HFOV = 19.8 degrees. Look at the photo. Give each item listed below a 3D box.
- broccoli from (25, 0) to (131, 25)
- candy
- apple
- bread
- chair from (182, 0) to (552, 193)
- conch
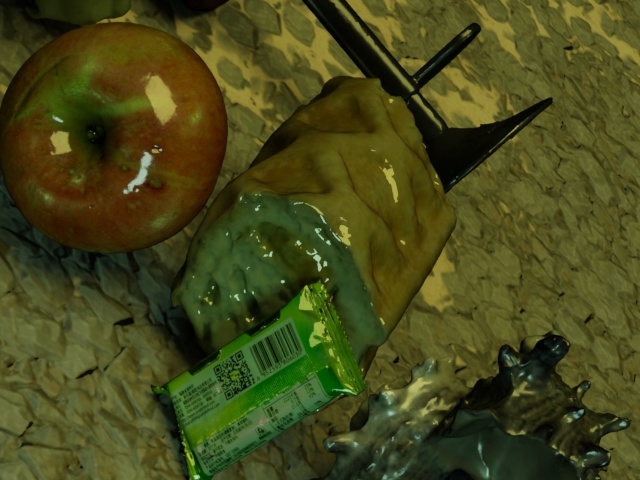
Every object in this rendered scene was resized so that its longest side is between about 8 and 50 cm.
[{"bbox_3d":[-0.228,-0.337,1.647,0.348,0.281,0.293,5,30,8],"label":"broccoli"},{"bbox_3d":[-0.050,0.119,1.488,0.032,0.178,0.102,12,48,-62],"label":"candy"},{"bbox_3d":[-0.170,-0.086,1.534,0.196,0.196,0.196,28,41,-27],"label":"apple"},{"bbox_3d":[-0.003,0.005,1.612,0.238,0.196,0.252,67,27,-12],"label":"bread"},{"bbox_3d":[0.022,-0.218,1.832,0.401,0.226,0.226,49,35,0],"label":"chair"},{"bbox_3d":[0.116,0.167,1.526,0.240,0.313,0.186,6,74,-35],"label":"conch"}]
